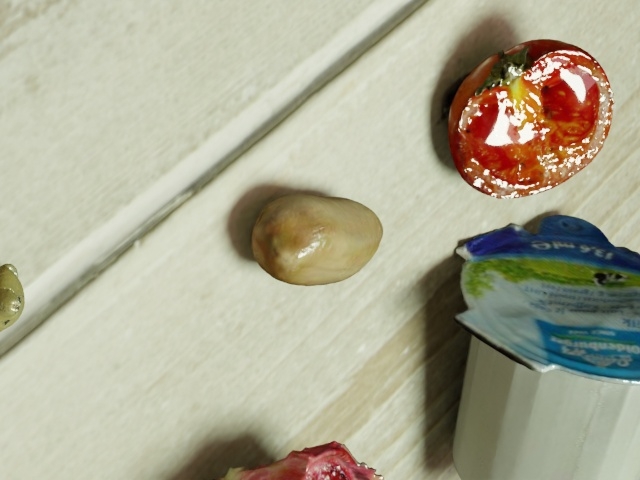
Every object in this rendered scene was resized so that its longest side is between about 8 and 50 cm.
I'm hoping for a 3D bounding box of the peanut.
[{"bbox_3d":[0.000,0.000,1.525,0.152,0.076,0.076,2,102,-55],"label":"peanut"}]

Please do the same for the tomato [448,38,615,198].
[{"bbox_3d":[0.180,-0.119,1.682,0.159,0.091,0.139,-34,122,-3],"label":"tomato"}]

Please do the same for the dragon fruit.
[{"bbox_3d":[-0.029,0.250,1.554,0.274,0.126,0.161,47,58,-53],"label":"dragon fruit"}]

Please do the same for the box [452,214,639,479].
[{"bbox_3d":[0.222,0.129,1.748,0.262,0.291,0.206,8,118,-9],"label":"box"}]

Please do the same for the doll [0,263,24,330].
[{"bbox_3d":[-0.250,0.035,1.284,0.093,0.051,0.061,23,86,-21],"label":"doll"}]
